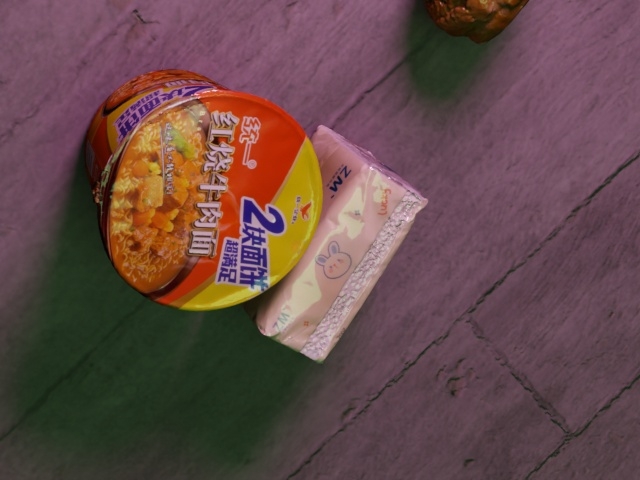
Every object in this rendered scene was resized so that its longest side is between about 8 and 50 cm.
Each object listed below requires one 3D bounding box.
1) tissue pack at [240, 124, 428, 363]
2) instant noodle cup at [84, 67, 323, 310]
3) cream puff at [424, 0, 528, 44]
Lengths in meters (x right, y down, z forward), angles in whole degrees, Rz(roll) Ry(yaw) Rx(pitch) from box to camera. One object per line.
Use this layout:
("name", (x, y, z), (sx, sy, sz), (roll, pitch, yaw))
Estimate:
("tissue pack", (0.000, 0.000, 1.646), (0.092, 0.148, 0.196), (30, 97, -29))
("instant noodle cup", (-0.125, -0.062, 1.560), (0.213, 0.174, 0.213), (-8, 113, -19))
("cream puff", (0.155, -0.261, 1.613), (0.103, 0.126, 0.144), (36, 87, -13))
